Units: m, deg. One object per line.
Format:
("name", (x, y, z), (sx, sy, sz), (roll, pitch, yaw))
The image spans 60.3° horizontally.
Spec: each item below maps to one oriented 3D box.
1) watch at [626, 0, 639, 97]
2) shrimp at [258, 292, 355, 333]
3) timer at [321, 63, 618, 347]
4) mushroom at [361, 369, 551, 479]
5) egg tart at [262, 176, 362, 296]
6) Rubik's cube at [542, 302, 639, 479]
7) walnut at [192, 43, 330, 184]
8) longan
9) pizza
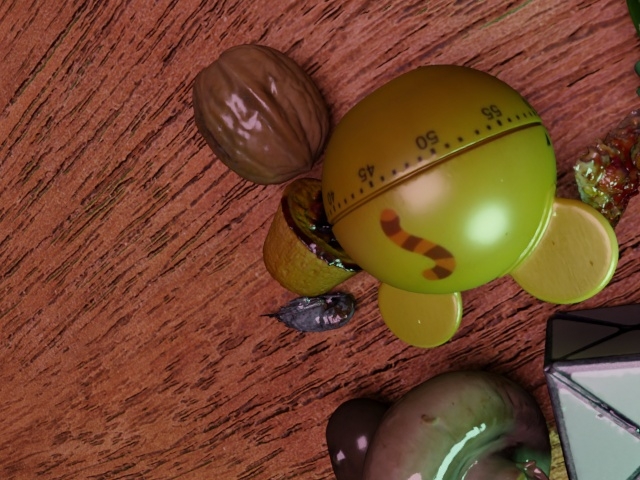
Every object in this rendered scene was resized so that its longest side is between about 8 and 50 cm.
("watch", (0.484, -0.289, 0.766), (0.131, 0.165, 0.151), (-28, 65, 27))
("shrimp", (-0.037, 0.147, 1.116), (0.233, 0.079, 0.090), (-8, 137, 30))
("timer", (0.189, -0.049, 0.823), (0.376, 0.376, 0.386), (-29, 85, 26))
("mushroom", (0.246, 0.394, 0.882), (0.295, 0.363, 0.361), (14, 110, 55))
("egg tart", (0.000, 0.000, 1.004), (0.215, 0.215, 0.170), (46, 129, 8))
("Rubik's cube", (0.483, 0.243, 0.811), (0.255, 0.259, 0.259), (-10, 94, 24))
("walnut", (-0.104, -0.223, 0.986), (0.261, 0.225, 0.225), (47, 115, 2))
("longan", (0.095, 0.392, 1.059), (0.189, 0.189, 0.189), (5, 104, 23))
("pizza", (0.425, -0.090, 0.796), (0.053, 0.193, 0.200), (26, 119, 43))
